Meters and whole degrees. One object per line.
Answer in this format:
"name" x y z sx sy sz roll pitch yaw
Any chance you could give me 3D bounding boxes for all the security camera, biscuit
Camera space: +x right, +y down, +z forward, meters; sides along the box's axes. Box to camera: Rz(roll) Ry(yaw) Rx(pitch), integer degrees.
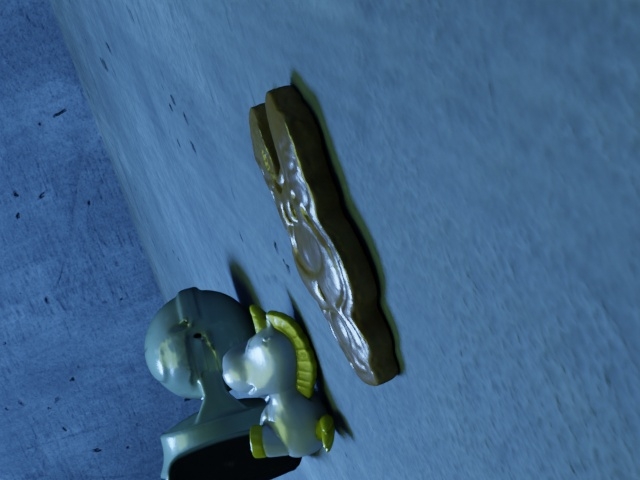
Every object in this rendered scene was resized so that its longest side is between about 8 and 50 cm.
"security camera" -0.149 0.198 1.351 0.191 0.197 0.277 105 148 -84
"biscuit" 0.000 0.001 0.758 0.144 0.040 0.236 -172 63 -81

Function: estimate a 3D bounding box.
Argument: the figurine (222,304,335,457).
"figurine" -0.043 0.151 1.080 0.130 0.109 0.178 -17 96 50
